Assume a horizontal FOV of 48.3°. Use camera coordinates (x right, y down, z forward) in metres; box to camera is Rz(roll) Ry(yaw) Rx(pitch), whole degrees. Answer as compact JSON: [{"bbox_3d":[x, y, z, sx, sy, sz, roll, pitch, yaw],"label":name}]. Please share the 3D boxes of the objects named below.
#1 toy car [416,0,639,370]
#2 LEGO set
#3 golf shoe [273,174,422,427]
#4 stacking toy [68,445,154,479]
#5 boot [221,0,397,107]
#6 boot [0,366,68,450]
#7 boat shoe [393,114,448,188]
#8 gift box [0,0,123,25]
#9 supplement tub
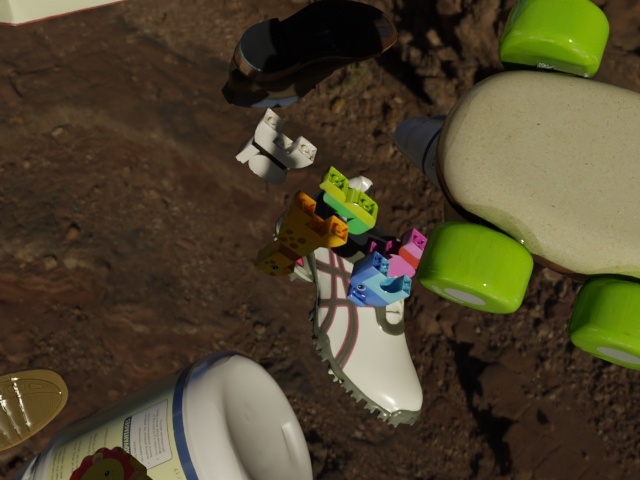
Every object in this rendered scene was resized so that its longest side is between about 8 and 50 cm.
[{"bbox_3d":[0.131,-0.015,0.411,0.148,0.188,0.155,21,78,6],"label":"toy car"},{"bbox_3d":[0.000,0.000,0.641,0.093,0.227,0.087,-30,32,39],"label":"LEGO set"},{"bbox_3d":[0.046,0.058,0.751,0.105,0.120,0.273,8,50,-56],"label":"golf shoe"},{"bbox_3d":[-0.095,0.234,0.325,0.052,0.167,0.221,-2,47,24],"label":"stacking toy"},{"bbox_3d":[-0.017,-0.217,0.836,0.219,0.106,0.082,-19,83,-31],"label":"boot"},{"bbox_3d":[-0.387,0.186,0.780,0.213,0.077,0.165,-26,14,-19],"label":"boot"},{"bbox_3d":[0.152,-0.071,0.631,0.226,0.083,0.075,16,19,-49],"label":"boat shoe"},{"bbox_3d":[-0.170,-0.298,0.456,0.255,0.258,0.276,14,36,36],"label":"gift box"},{"bbox_3d":[-0.199,0.301,0.886,0.324,0.235,0.235,-27,40,16],"label":"supplement tub"}]
